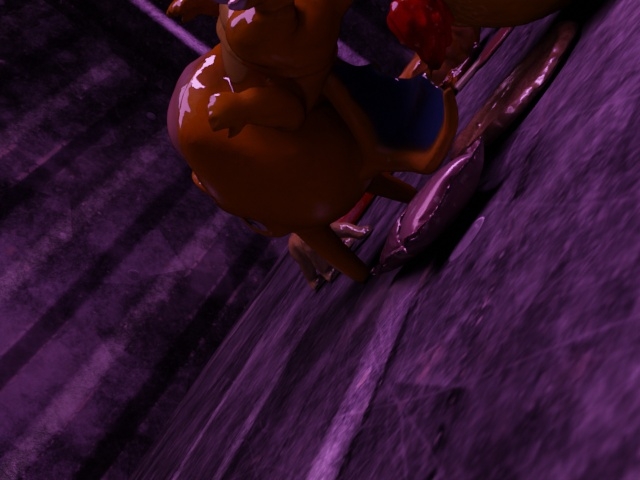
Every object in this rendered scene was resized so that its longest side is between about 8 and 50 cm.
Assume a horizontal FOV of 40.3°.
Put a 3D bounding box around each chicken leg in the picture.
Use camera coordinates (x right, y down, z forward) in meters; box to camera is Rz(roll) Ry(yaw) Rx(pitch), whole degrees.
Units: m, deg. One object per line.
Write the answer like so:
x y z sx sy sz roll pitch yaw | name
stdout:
0.235 -0.288 1.549 0.145 0.037 0.062 -51 -12 5 | chicken leg

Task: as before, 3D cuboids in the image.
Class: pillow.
0.098 -0.021 0.794 0.118 0.043 0.185 -52 -4 -10 | pillow

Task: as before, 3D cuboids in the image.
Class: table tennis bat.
0.283 -0.317 1.489 0.156 0.013 0.087 -49 7 29 | table tennis bat

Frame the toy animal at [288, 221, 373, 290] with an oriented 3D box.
0.000 0.000 1.351 0.103 0.101 0.218 -52 3 -14 | toy animal

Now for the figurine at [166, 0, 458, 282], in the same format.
-0.020 -0.151 0.943 0.268 0.401 0.387 -24 -36 -17 | figurine

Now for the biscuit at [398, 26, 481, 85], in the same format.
0.219 -0.338 1.765 0.326 0.107 0.326 -56 2 3 | biscuit

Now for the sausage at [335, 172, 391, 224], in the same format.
0.076 -0.106 1.623 0.274 0.074 0.074 -54 4 -14 | sausage

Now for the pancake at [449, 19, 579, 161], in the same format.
0.200 -0.153 0.910 0.199 0.021 0.199 -52 5 6 | pancake

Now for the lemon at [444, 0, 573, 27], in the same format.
0.195 -0.388 0.950 0.336 0.336 0.336 -53 4 5 | lemon
